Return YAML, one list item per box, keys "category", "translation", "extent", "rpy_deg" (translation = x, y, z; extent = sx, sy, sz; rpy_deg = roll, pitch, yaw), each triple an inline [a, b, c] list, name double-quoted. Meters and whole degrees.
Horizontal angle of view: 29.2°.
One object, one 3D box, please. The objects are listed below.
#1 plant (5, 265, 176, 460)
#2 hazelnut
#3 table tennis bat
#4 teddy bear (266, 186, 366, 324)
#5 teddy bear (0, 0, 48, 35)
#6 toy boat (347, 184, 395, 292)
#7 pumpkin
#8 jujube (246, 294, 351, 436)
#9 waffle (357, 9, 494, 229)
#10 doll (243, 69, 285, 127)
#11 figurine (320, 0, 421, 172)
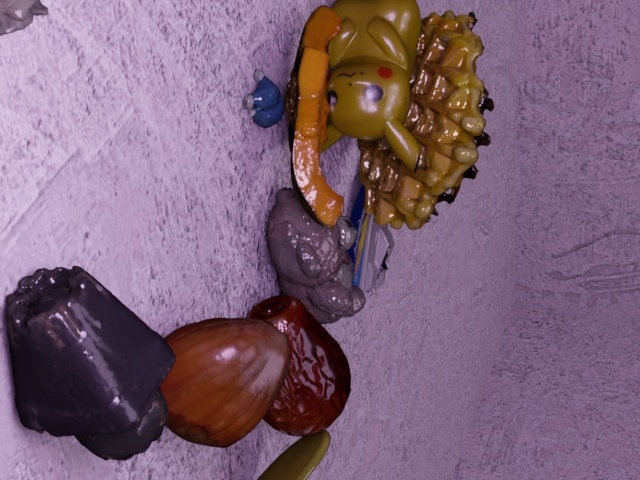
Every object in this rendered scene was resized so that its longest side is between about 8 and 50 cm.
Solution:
- category: "plant"
  translation: [-0.265, 0.151, 1.407]
  extent: [0.256, 0.164, 0.142]
  rpy_deg: [65, 33, -35]
- category: "hazelnut"
  translation: [-0.140, 0.199, 1.738]
  extent: [0.210, 0.210, 0.186]
  rpy_deg: [38, 60, -69]
- category: "table tennis bat"
  translation: [-0.102, 0.453, 2.062]
  extent: [0.369, 0.054, 0.224]
  rpy_deg: [-48, -173, -35]
- category: "teddy bear"
  translation: [-0.011, 0.028, 2.099]
  extent: [0.267, 0.151, 0.236]
  rpy_deg: [83, -11, -51]
- category: "teddy bear"
  translation: [-0.282, -0.373, 1.082]
  extent: [0.357, 0.224, 0.367]
  rpy_deg: [-46, 157, -61]
- category: "toy boat"
  translation: [0.111, -0.039, 2.501]
  extent: [0.129, 0.088, 0.295]
  rpy_deg: [-5, 105, -71]
- category: "pumpkin"
  translation: [-0.010, -0.203, 1.948]
  extent: [0.290, 0.095, 0.258]
  rpy_deg: [-94, -173, -58]
- category: "jujube"
  translation: [-0.047, 0.211, 2.080]
  extent: [0.190, 0.190, 0.255]
  rpy_deg: [-60, 135, -46]
- category: "waffle"
  translation: [0.174, -0.218, 2.234]
  extent: [0.379, 0.095, 0.382]
  rpy_deg: [-47, -141, 46]
- category: "doll"
  translation: [-0.086, -0.211, 1.905]
  extent: [0.083, 0.050, 0.076]
  rpy_deg: [73, 37, -57]
- category: "figurine"
  translation: [0.079, -0.287, 2.144]
  extent: [0.169, 0.218, 0.327]
  rpy_deg: [43, 52, -54]
